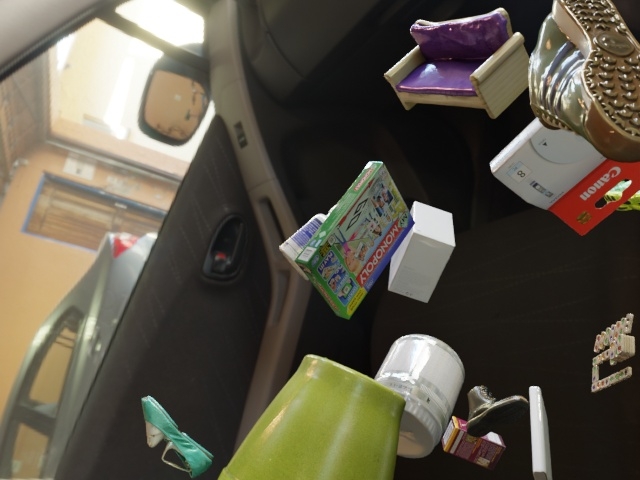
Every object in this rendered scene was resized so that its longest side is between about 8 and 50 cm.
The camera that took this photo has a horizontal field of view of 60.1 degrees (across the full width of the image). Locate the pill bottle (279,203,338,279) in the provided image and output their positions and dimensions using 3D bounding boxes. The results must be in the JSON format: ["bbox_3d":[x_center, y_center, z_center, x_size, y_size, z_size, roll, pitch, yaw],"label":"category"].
[{"bbox_3d":[0.000,0.000,1.384,0.186,0.112,0.112,-42,21,-6],"label":"pill bottle"}]

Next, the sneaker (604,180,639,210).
[{"bbox_3d":[1.077,-0.157,1.823,0.123,0.109,0.295,-48,22,-4],"label":"sneaker"}]

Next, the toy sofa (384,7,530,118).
[{"bbox_3d":[0.306,-0.411,1.304,0.150,0.177,0.362,-44,29,-8],"label":"toy sofa"}]

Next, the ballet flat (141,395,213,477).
[{"bbox_3d":[-0.383,0.507,1.401,0.087,0.247,0.083,-47,3,-34],"label":"ballet flat"}]

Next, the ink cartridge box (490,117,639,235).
[{"bbox_3d":[0.726,-0.198,1.546,0.308,0.385,0.091,-48,13,30],"label":"ink cartridge box"}]

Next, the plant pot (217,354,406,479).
[{"bbox_3d":[0.003,0.440,1.138,0.366,0.366,0.353,-14,48,65],"label":"plant pot"}]

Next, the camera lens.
[{"bbox_3d":[0.251,0.406,1.481,0.219,0.219,0.274,-49,1,44],"label":"camera lens"}]

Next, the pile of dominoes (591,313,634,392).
[{"bbox_3d":[0.893,0.350,1.720,0.251,0.040,0.196,94,-170,-63],"label":"pile of dominoes"}]

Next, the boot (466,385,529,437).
[{"bbox_3d":[0.474,0.437,1.520,0.198,0.077,0.137,-41,20,34],"label":"boot"}]

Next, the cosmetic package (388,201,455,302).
[{"bbox_3d":[0.321,0.033,1.759,0.224,0.138,0.225,-71,-2,-60],"label":"cosmetic package"}]

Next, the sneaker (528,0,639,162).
[{"bbox_3d":[0.211,-0.115,0.443,0.086,0.064,0.192,101,174,-53],"label":"sneaker"}]

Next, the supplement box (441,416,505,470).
[{"bbox_3d":[0.540,0.718,1.958,0.081,0.188,0.104,-67,-1,-78],"label":"supplement box"}]

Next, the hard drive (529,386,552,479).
[{"bbox_3d":[0.727,0.672,1.823,0.040,0.203,0.307,-9,36,24],"label":"hard drive"}]

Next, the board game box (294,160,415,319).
[{"bbox_3d":[0.093,-0.002,1.310,0.046,0.213,0.317,13,58,46],"label":"board game box"}]
